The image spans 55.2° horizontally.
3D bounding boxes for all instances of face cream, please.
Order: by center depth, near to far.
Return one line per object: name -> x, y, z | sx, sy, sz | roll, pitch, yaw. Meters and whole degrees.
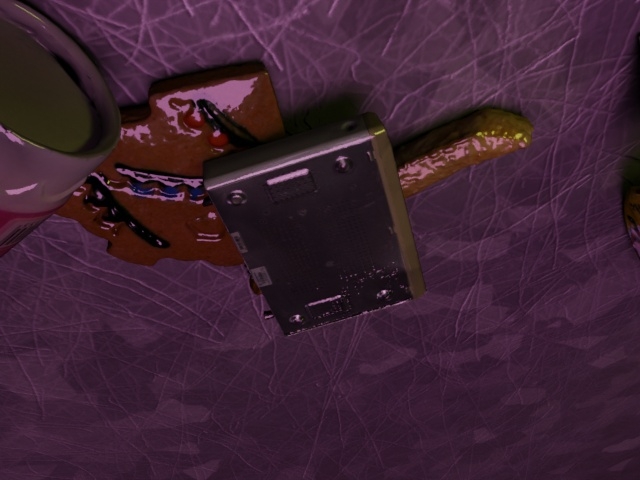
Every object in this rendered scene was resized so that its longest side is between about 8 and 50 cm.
face cream -> -0.292, -0.082, 0.508 | 0.195, 0.175, 0.175 | -34, 135, 21

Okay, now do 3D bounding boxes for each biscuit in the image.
biscuit -> -0.147, -0.071, 0.659 | 0.278, 0.043, 0.301 | 17, 131, -31

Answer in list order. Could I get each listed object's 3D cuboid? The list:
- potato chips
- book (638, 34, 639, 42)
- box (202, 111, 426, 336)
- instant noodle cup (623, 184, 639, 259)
potato chips -> 0.056, -0.046, 0.729 | 0.407, 0.057, 0.080 | -30, 130, 19
book -> 0.418, -0.147, 0.659 | 0.127, 0.014, 0.182 | -14, 100, 2
box -> 0.000, 0.000, 0.692 | 0.210, 0.045, 0.270 | -16, 134, 5
instant noodle cup -> 0.587, 0.008, 0.757 | 0.254, 0.326, 0.325 | -32, 137, 8
